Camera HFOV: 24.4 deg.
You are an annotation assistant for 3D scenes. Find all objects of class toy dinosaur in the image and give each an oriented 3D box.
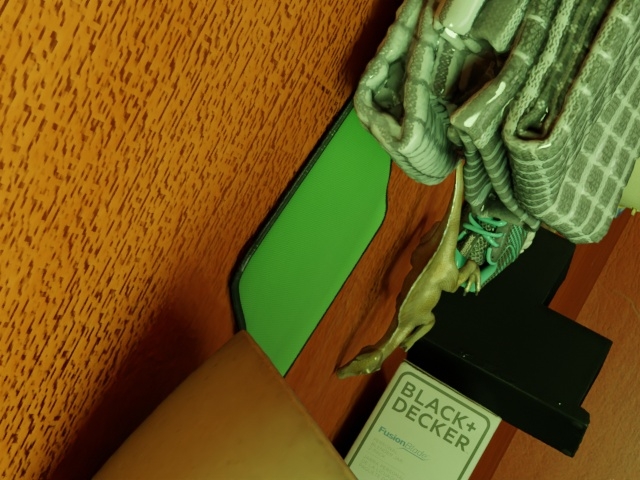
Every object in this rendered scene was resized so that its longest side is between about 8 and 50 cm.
[{"bbox_3d":[0.075,0.018,0.972,0.183,0.053,0.092,-65,165,13],"label":"toy dinosaur"}]

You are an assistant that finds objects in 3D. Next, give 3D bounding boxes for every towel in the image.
[{"bbox_3d":[0.137,-0.140,0.721,0.284,0.121,0.235,-63,169,-1],"label":"towel"}]

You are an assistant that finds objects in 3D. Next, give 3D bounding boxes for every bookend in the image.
[{"bbox_3d":[0.177,0.067,1.221,0.157,0.156,0.072,-56,165,-25],"label":"bookend"}]

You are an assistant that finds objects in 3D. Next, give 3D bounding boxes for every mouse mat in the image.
[{"bbox_3d":[0.000,0.000,0.763,0.153,0.007,0.190,-56,166,-23],"label":"mouse mat"}]

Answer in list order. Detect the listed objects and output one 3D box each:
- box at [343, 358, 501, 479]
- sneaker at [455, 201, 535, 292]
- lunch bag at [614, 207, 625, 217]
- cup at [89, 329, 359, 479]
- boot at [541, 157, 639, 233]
[{"bbox_3d":[0.023,0.247,1.125,0.290,0.087,0.169,-58,172,-16],"label":"box"},{"bbox_3d":[0.133,-0.017,1.103,0.076,0.065,0.166,-50,161,-28],"label":"sneaker"},{"bbox_3d":[0.300,-0.129,1.425,0.176,0.090,0.219,-58,166,-19],"label":"lunch bag"},{"bbox_3d":[-0.030,0.236,0.572,0.237,0.331,0.331,-35,163,-4],"label":"cup"},{"bbox_3d":[0.255,-0.042,1.268,0.077,0.165,0.213,-49,160,-40],"label":"boot"}]
